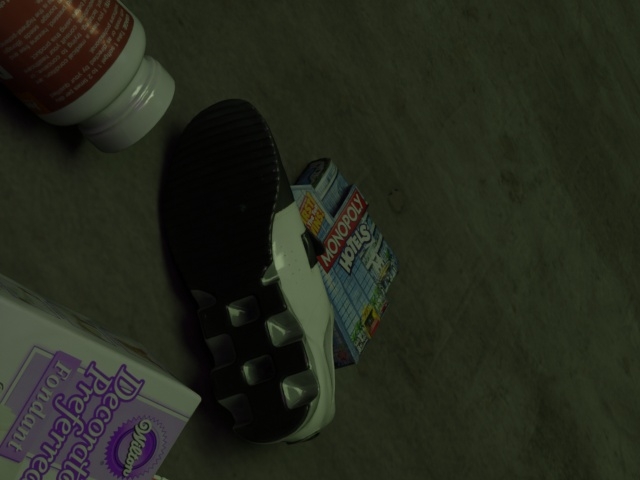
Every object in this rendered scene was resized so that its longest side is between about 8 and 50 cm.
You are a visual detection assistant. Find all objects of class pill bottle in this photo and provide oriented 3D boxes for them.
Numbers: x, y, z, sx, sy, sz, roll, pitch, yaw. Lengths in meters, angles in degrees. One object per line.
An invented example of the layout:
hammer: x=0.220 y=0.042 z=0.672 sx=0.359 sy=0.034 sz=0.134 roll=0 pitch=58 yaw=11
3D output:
pill bottle: x=-0.226 y=-0.175 z=1.193 sx=0.216 sy=0.121 sz=0.121 roll=45 pitch=43 yaw=-32

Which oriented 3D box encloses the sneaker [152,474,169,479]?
sneaker: x=-0.142 y=0.235 z=1.179 sx=0.158 sy=0.061 sz=0.064 roll=37 pitch=55 yaw=-38

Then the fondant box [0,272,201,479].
fondant box: x=-0.270 y=0.128 z=0.924 sx=0.330 sy=0.096 sz=0.238 roll=33 pitch=88 yaw=-42

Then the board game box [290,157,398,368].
board game box: x=0.000 y=0.000 z=1.468 sx=0.194 sy=0.060 sz=0.194 roll=56 pitch=38 yaw=-21

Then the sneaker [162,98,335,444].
sneaker: x=-0.057 y=0.033 z=1.351 sx=0.146 sy=0.123 sz=0.330 roll=24 pitch=54 yaw=-68
